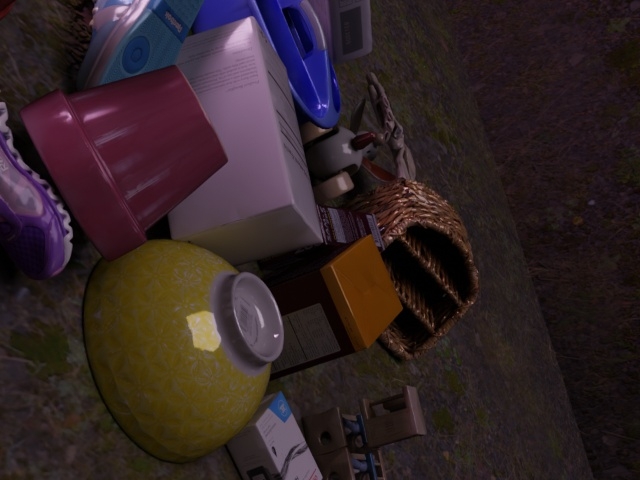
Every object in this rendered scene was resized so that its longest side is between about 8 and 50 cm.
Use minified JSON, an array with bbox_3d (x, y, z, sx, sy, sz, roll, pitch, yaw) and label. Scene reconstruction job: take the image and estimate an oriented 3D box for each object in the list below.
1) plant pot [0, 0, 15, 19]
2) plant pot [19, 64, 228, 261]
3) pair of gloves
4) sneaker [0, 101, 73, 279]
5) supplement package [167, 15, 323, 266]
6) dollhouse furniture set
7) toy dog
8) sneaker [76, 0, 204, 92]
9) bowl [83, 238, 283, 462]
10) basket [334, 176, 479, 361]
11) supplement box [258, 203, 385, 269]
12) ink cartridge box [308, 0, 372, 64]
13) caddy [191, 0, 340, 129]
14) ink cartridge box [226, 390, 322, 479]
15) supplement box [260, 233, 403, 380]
[{"bbox_3d":[-0.342,-0.417,1.114,0.272,0.265,0.272,47,32,-42],"label":"plant pot"},{"bbox_3d":[-0.214,-0.103,1.145,0.201,0.180,0.201,59,-7,13],"label":"plant pot"},{"bbox_3d":[0.150,-0.209,2.010,0.204,0.042,0.240,-90,160,-66],"label":"pair of gloves"},{"bbox_3d":[-0.350,-0.057,1.032,0.236,0.095,0.104,61,31,-6],"label":"sneaker"},{"bbox_3d":[-0.124,-0.130,1.421,0.175,0.177,0.293,51,26,-68],"label":"supplement package"},{"bbox_3d":[0.091,0.316,1.543,0.129,0.183,0.129,24,49,-59],"label":"dollhouse furniture set"},{"bbox_3d":[0.067,-0.189,1.940,0.220,0.160,0.334,59,25,-22],"label":"toy dog"},{"bbox_3d":[-0.285,-0.327,1.367,0.319,0.208,0.127,-62,158,-15],"label":"sneaker"},{"bbox_3d":[-0.140,0.117,1.247,0.289,0.156,0.290,48,31,-41],"label":"bowl"},{"bbox_3d":[0.181,0.058,1.915,0.299,0.213,0.223,47,31,-40],"label":"basket"},{"bbox_3d":[0.000,0.000,1.677,0.239,0.130,0.073,6,66,-63],"label":"supplement box"},{"bbox_3d":[-0.026,-0.557,1.837,0.308,0.091,0.385,82,-16,-50],"label":"ink cartridge box"},{"bbox_3d":[-0.077,-0.340,1.732,0.341,0.179,0.241,67,23,-5],"label":"caddy"},{"bbox_3d":[-0.057,0.314,1.380,0.180,0.060,0.104,65,23,-9],"label":"ink cartridge box"},{"bbox_3d":[-0.010,0.101,1.490,0.129,0.194,0.191,67,24,-5],"label":"supplement box"}]
